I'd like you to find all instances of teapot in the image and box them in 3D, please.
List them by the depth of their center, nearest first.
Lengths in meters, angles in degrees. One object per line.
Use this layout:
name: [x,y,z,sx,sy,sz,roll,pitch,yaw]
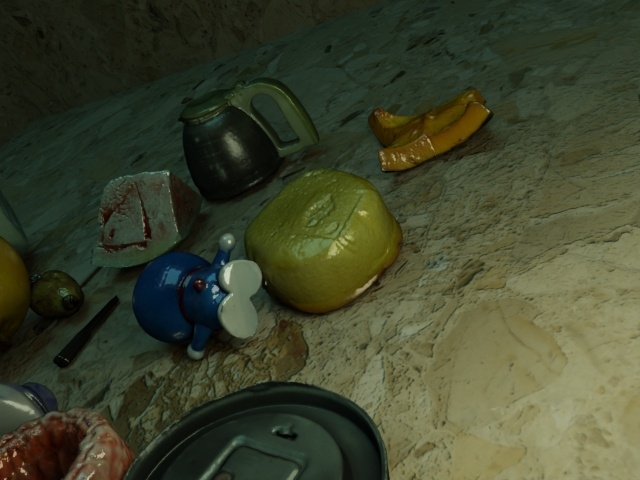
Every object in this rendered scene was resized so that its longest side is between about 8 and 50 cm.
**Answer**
teapot: [-0.206,-0.253,1.816,0.321,0.239,0.239,0,38,40]

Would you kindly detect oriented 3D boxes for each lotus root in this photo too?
lotus root: [-0.570,0.125,1.624,0.190,0.094,0.108,15,69,42]

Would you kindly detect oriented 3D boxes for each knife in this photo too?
knife: [-0.474,0.178,1.516,0.060,0.028,0.230,-24,22,33]

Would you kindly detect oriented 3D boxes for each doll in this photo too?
doll: [-0.203,0.095,1.269,0.256,0.161,0.215,1,72,41]

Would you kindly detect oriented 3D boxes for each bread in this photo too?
bread: [0.000,0.000,1.276,0.269,0.148,0.270,-21,37,17]

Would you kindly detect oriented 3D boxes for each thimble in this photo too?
thimble: [-0.332,0.340,0.941,0.239,0.162,0.239,-18,26,9]

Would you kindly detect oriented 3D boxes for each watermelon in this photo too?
watermelon: [-0.403,-0.072,1.706,0.212,0.201,0.262,-9,26,14]

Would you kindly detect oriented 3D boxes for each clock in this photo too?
clock: [-0.077,0.294,0.848,0.325,0.067,0.325,-11,29,7]

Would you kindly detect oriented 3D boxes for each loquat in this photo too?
loquat: [-0.775,0.099,1.510,0.328,0.359,0.328,-43,-4,-4]

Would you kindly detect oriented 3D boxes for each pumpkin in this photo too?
pumpkin: [0.230,-0.246,1.581,0.258,0.095,0.290,-24,23,14]

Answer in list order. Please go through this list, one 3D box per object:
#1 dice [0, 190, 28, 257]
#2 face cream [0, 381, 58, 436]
dice: [-0.952,-0.038,1.955,0.262,0.265,0.268,-30,-8,-12]
face cream: [-0.503,0.354,0.990,0.137,0.235,0.420,-9,29,31]
